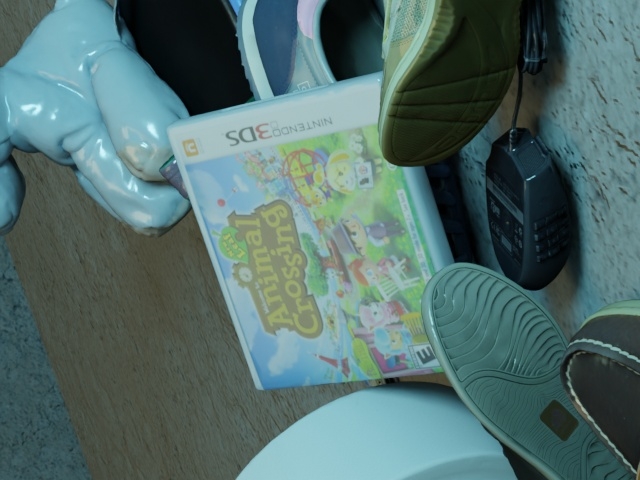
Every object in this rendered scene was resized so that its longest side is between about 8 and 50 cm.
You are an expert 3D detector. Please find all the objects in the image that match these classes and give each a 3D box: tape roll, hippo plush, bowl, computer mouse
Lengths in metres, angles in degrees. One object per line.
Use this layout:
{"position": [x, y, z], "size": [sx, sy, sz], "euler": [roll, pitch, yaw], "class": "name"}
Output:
{"position": [0.049, 0.249, 1.237], "size": [0.100, 0.286, 0.286], "euler": [46, 152, 47], "class": "tape roll"}
{"position": [-0.260, -0.097, 1.502], "size": [0.234, 0.237, 0.294], "euler": [48, 153, 44], "class": "hippo plush"}
{"position": [-0.076, -0.135, 1.451], "size": [0.391, 0.077, 0.391], "euler": [53, 157, 35], "class": "bowl"}
{"position": [0.134, -0.077, 1.034], "size": [0.071, 0.041, 0.242], "euler": [-121, 23, -56], "class": "computer mouse"}

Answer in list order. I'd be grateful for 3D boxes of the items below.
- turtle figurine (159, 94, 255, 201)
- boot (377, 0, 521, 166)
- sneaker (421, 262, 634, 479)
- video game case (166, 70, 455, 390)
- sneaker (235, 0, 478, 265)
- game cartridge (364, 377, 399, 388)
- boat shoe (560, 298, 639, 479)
{"position": [-0.012, 0.006, 1.267], "size": [0.234, 0.175, 0.118], "euler": [53, -164, -11], "class": "turtle figurine"}
{"position": [0.059, -0.168, 1.010], "size": [0.165, 0.077, 0.213], "euler": [-117, 29, -42], "class": "boot"}
{"position": [0.132, 0.113, 1.108], "size": [0.222, 0.083, 0.118], "euler": [50, 164, -5], "class": "sneaker"}
{"position": [0.000, 0.000, 1.162], "size": [0.193, 0.023, 0.212], "euler": [-10, 105, 36], "class": "video game case"}
{"position": [0.049, -0.053, 1.171], "size": [0.131, 0.112, 0.319], "euler": [-18, 102, 57], "class": "sneaker"}
{"position": [0.049, 0.112, 1.492], "size": [0.083, 0.017, 0.056], "euler": [70, 164, -7], "class": "game cartridge"}
{"position": [0.220, 0.140, 0.902], "size": [0.342, 0.123, 0.123], "euler": [41, 148, 51], "class": "boat shoe"}
